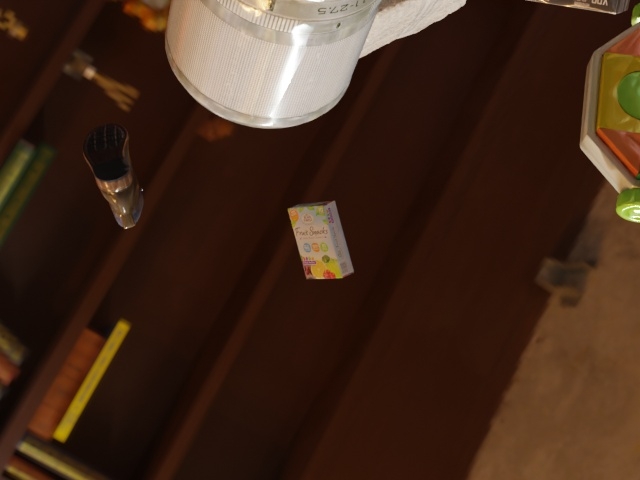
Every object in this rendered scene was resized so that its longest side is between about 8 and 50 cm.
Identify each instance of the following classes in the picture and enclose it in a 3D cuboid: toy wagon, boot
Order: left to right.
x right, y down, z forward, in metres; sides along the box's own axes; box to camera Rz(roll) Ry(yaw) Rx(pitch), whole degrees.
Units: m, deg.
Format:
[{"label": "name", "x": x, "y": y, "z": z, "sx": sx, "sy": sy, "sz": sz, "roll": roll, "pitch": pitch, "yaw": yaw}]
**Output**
[{"label": "boot", "x": -0.347, "y": -0.111, "z": 2.006, "sx": 0.219, "sy": 0.082, "sz": 0.106, "roll": -109, "pitch": -173, "yaw": -56}, {"label": "toy wagon", "x": 0.477, "y": -0.140, "z": 1.368, "sx": 0.068, "sy": 0.344, "sz": 0.267, "roll": 88, "pitch": 11, "yaw": -70}]

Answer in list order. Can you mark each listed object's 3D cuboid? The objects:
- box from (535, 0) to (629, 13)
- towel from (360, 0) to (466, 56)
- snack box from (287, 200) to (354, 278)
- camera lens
[{"label": "box", "x": 0.393, "y": -0.535, "z": 2.050, "sx": 0.076, "sy": 0.307, "sz": 0.243, "roll": -28, "pitch": 128, "yaw": -57}, {"label": "towel", "x": 0.130, "y": -0.337, "z": 1.743, "sx": 0.187, "sy": 0.049, "sz": 0.282, "roll": -26, "pitch": 180, "yaw": -7}, {"label": "snack box", "x": 0.000, "y": 0.000, "z": 2.220, "sx": 0.100, "sy": 0.141, "sz": 0.037, "roll": -4, "pitch": -165, "yaw": 46}, {"label": "camera lens", "x": -0.046, "y": -0.272, "z": 1.282, "sx": 0.274, "sy": 0.219, "sz": 0.219, "roll": 114, "pitch": -3, "yaw": -55}]
